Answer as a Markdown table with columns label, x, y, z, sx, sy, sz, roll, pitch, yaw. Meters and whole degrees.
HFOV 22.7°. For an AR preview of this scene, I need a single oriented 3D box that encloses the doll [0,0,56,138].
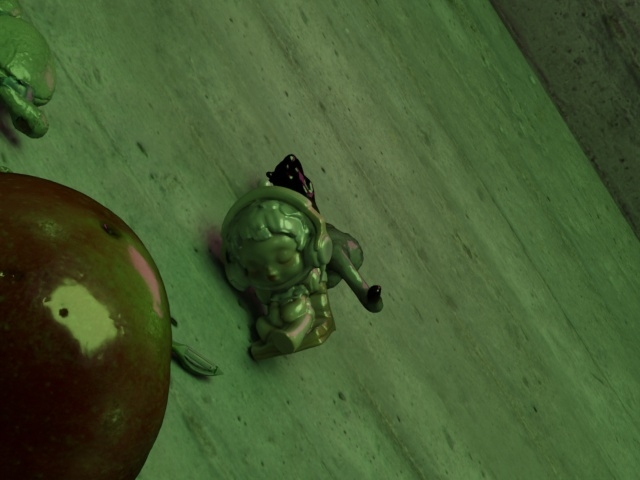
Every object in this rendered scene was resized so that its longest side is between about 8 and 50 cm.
| label | x | y | z | sx | sy | sz | roll | pitch | yaw |
| --- | --- | --- | --- | --- | --- | --- | --- | --- | --- |
| doll | -0.376 | -0.222 | 1.963 | 0.103 | 0.071 | 0.214 | 20 | 44 | -52 |

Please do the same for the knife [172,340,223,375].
| label | x | y | z | sx | sy | sz | roll | pitch | yaw |
| --- | --- | --- | --- | --- | --- | --- | --- | --- | --- |
| knife | -0.191 | 0.130 | 1.993 | 0.184 | 0.026 | 0.022 | 37 | -3 | -33 |

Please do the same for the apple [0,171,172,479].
| label | x | y | z | sx | sy | sz | roll | pitch | yaw |
| --- | --- | --- | --- | --- | --- | --- | --- | --- | --- |
| apple | -0.303 | 0.109 | 1.510 | 0.277 | 0.348 | 0.348 | 17 | 47 | -27 |

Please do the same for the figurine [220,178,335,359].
| label | x | y | z | sx | sy | sz | roll | pitch | yaw |
| --- | --- | --- | --- | --- | --- | --- | --- | --- | --- |
| figurine | -0.059 | 0.034 | 2.158 | 0.141 | 0.162 | 0.237 | -20 | 100 | -66 |

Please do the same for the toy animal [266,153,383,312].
| label | x | y | z | sx | sy | sz | roll | pitch | yaw |
| --- | --- | --- | --- | --- | --- | --- | --- | --- | --- |
| toy animal | 0.012 | 0.021 | 2.276 | 0.324 | 0.090 | 0.195 | 56 | -4 | 36 |

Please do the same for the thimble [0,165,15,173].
| label | x | y | z | sx | sy | sz | roll | pitch | yaw |
| --- | --- | --- | --- | --- | --- | --- | --- | --- | --- |
| thimble | -0.377 | -0.039 | 1.805 | 0.110 | 0.062 | 0.084 | 7 | 60 | -56 |
